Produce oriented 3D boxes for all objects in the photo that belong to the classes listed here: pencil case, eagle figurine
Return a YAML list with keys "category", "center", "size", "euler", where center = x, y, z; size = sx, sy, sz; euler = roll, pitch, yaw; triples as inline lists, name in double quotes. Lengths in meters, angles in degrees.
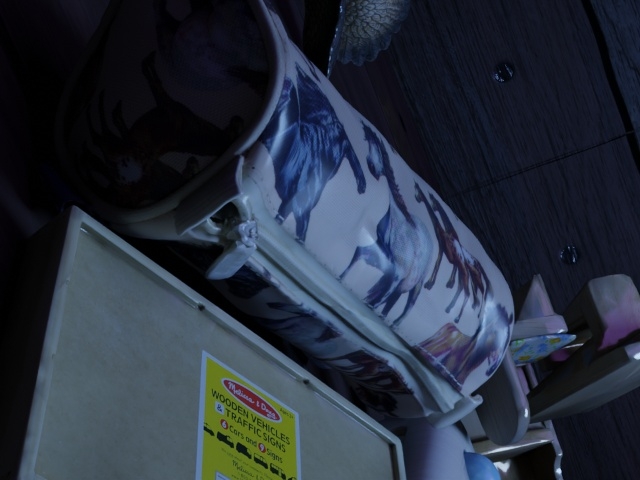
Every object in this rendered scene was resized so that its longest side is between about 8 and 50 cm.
- category: "pencil case"
  center: [0.000, 0.000, 0.688]
  size: [0.410, 0.160, 0.183]
  euler: [41, 33, -51]
- category: "eagle figurine"
  center: [0.007, -0.329, 1.257]
  size: [0.298, 0.226, 0.225]
  euler: [61, -5, -17]

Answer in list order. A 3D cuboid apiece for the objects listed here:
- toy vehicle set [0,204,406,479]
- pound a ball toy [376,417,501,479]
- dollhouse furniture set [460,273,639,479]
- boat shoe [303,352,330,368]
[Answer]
- category: "toy vehicle set"
  center: [-0.045, 0.116, 0.516]
  size: [0.267, 0.035, 0.166]
  euler: [40, 29, -31]
- category: "pound a ball toy"
  center: [0.063, 0.208, 0.783]
  size: [0.319, 0.136, 0.208]
  euler: [-49, 118, -76]
- category: "dollhouse furniture set"
  center: [0.271, 0.212, 1.096]
  size: [0.394, 0.362, 0.256]
  euler: [-51, -129, 56]
- category: "boat shoe"
  center: [0.023, 0.002, 1.000]
  size: [0.094, 0.109, 0.302]
  euler: [62, 18, -24]
